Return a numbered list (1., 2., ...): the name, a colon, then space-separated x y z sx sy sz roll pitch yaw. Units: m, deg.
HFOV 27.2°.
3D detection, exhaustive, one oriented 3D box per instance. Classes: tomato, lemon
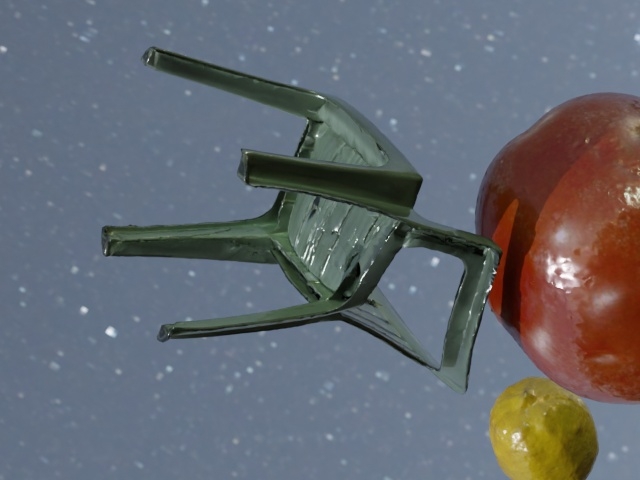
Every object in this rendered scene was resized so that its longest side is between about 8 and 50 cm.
1. tomato: 0.214 0.015 0.979 0.189 0.232 0.232 -22 -38 10
2. lemon: 0.238 0.211 1.405 0.114 0.114 0.155 -46 -52 -24

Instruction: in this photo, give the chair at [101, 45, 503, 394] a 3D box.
1. chair: 0.000 0.000 0.954 0.275 0.203 0.190 8 -65 -31
